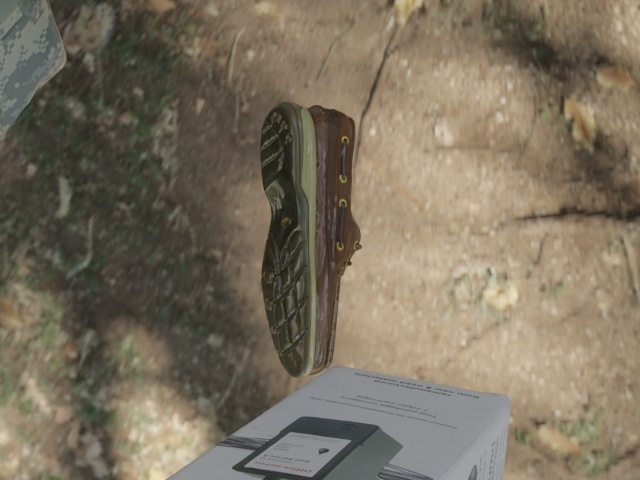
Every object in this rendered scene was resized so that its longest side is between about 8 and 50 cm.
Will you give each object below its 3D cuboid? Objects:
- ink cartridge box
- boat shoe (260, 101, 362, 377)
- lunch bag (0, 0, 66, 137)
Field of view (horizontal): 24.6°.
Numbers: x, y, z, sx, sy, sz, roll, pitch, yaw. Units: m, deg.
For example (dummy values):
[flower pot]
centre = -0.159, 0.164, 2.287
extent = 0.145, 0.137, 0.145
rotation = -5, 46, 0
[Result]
[ink cartridge box]
centre = -0.002, 0.193, 0.708
extent = 0.115, 0.273, 0.198
rotation = 9, 102, 19
[boat shoe]
centre = 0.000, 0.000, 0.951
extent = 0.060, 0.064, 0.178
rotation = -1, 91, -29
[lunch bag]
centre = -0.384, -0.145, 1.322
extent = 0.213, 0.305, 0.256
rotation = 25, 158, 33
